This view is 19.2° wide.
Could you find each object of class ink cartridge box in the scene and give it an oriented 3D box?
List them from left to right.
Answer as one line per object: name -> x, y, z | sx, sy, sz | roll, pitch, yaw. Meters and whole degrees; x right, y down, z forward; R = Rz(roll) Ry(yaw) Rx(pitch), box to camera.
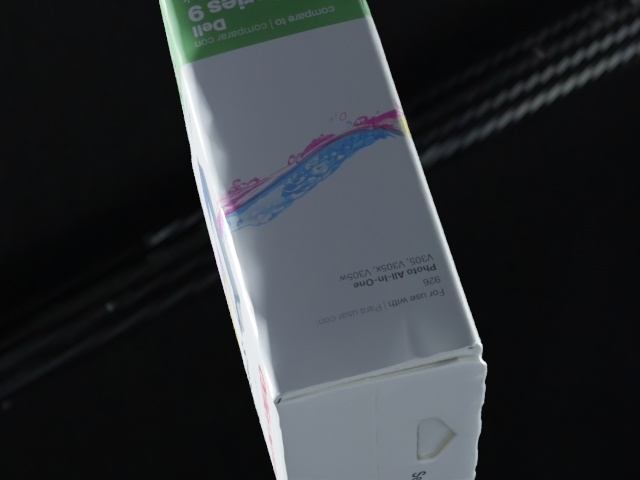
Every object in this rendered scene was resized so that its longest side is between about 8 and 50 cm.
ink cartridge box -> 0.000, 0.000, 0.835 | 0.093, 0.212, 0.154 | -16, -28, -5
